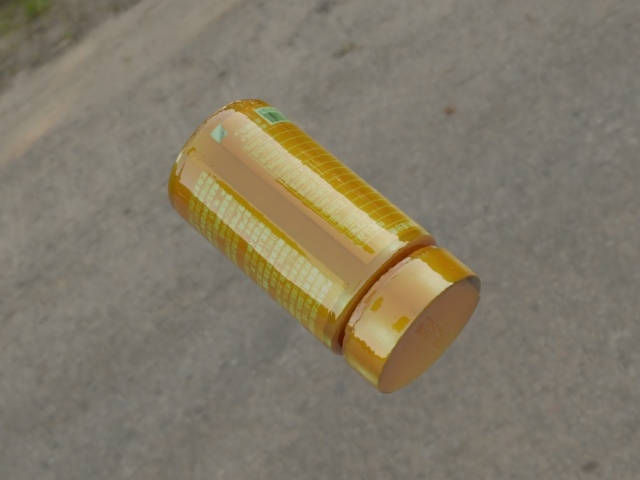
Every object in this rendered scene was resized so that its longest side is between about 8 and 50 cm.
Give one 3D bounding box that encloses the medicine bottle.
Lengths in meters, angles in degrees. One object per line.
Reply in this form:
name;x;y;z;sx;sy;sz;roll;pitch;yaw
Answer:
medicine bottle;0.000;0.000;0.811;0.192;0.096;0.096;40;73;22
